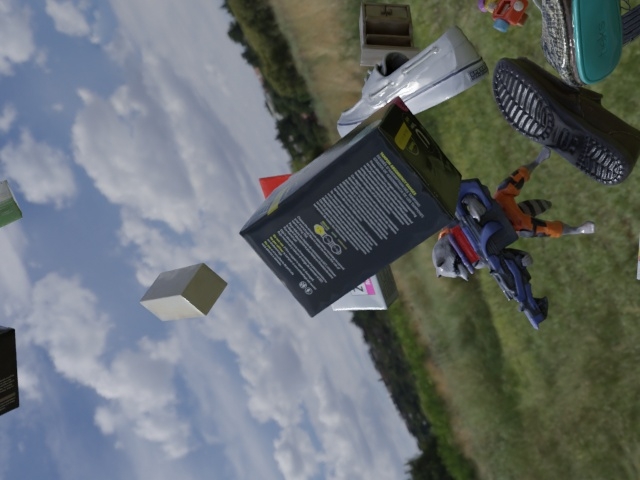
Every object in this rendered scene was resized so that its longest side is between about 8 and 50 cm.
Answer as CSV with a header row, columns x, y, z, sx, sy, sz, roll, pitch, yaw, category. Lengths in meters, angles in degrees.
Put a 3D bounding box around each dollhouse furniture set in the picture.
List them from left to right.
x,y,z,sx,sy,sz,roll,pitch,yaw,category
0.134,-0.464,1.419,0.242,0.212,0.161,95,176,-47,dollhouse furniture set

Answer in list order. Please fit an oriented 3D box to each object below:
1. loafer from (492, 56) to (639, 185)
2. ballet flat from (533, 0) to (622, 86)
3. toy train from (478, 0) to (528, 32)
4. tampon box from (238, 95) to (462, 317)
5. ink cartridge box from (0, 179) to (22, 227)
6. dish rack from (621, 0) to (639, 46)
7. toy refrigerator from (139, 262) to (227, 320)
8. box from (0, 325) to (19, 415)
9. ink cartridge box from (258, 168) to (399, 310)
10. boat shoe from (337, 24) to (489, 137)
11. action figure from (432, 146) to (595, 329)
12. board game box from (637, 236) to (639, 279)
x,y,z,sx,sy,sz,roll,pitch,yaw,category
0.510,-0.259,1.602,0.366,0.130,0.134,47,152,21,loafer
0.382,-0.454,1.189,0.182,0.164,0.483,51,167,38,ballet flat
0.272,-0.346,1.026,0.046,0.166,0.125,27,-177,-19,toy train
0.031,-0.033,0.695,0.101,0.161,0.120,50,-156,-10,tampon box
-0.778,-0.079,1.742,0.235,0.171,0.056,43,156,50,ink cartridge box
0.576,-0.498,1.537,0.074,0.208,0.271,21,-122,-29,dish rack
-0.347,0.136,1.952,0.094,0.102,0.269,43,151,-21,toy refrigerator
-0.641,0.231,1.408,0.093,0.156,0.158,-24,-61,-62,box
0.000,0.000,1.446,0.060,0.239,0.275,-38,-65,-48,ink cartridge box
0.105,-0.211,1.050,0.267,0.096,0.088,-14,109,57,boat shoe
0.381,0.006,1.578,0.178,0.330,0.341,149,97,-80,action figure
0.599,-0.016,1.371,0.026,0.103,0.154,13,114,42,board game box
